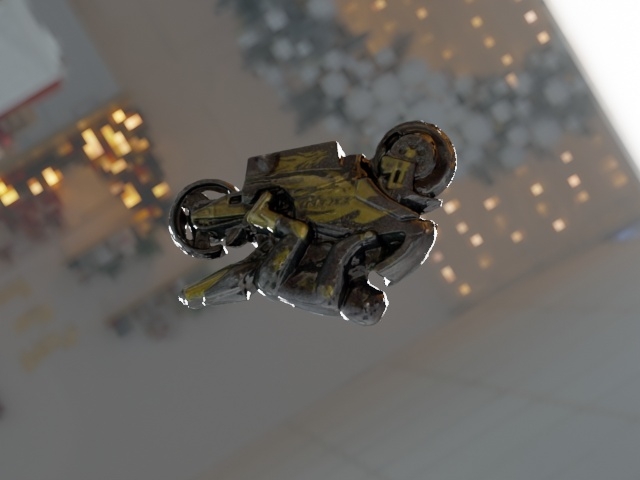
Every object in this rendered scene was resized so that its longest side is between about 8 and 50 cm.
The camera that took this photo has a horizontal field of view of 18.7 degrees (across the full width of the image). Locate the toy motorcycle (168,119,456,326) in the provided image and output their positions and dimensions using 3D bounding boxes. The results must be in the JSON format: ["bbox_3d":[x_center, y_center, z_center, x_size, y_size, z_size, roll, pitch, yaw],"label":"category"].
[{"bbox_3d":[0.000,0.000,1.231,0.193,0.124,0.061,-15,163,6],"label":"toy motorcycle"}]
